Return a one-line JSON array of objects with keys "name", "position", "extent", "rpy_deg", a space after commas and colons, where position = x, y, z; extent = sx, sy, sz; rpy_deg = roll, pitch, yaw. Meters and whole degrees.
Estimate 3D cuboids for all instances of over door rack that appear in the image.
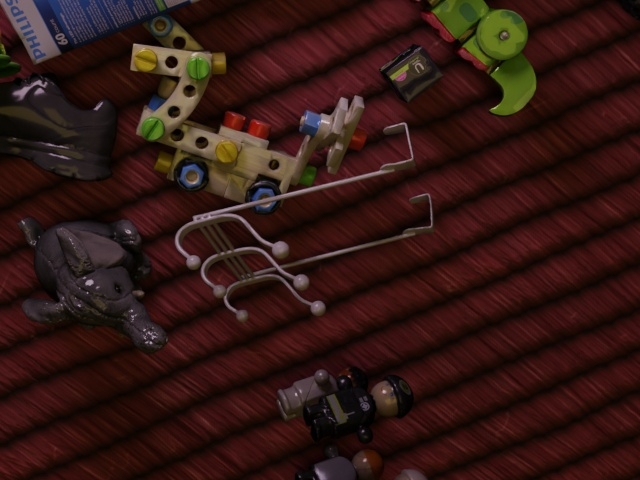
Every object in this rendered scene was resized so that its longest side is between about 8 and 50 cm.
[{"name": "over door rack", "position": [0.000, 0.000, 1.463], "extent": [0.324, 0.239, 0.108], "rpy_deg": [-24, 65, 2]}]

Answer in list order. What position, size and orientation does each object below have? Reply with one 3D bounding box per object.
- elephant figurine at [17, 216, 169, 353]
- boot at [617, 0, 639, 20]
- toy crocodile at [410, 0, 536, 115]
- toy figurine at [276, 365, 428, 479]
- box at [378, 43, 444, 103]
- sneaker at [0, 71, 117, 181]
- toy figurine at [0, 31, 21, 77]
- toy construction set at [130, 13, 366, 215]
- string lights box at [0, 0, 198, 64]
[{"name": "elephant figurine", "position": [-0.298, 0.054, 1.453], "extent": [0.186, 0.239, 0.169], "rpy_deg": [-13, 103, -1]}, {"name": "boot", "position": [0.526, -0.365, 1.480], "extent": [0.260, 0.131, 0.348], "rpy_deg": [-42, 92, -2]}, {"name": "toy crocodile", "position": [0.171, -0.311, 1.474], "extent": [0.105, 0.115, 0.340], "rpy_deg": [-41, 103, 5]}, {"name": "toy figurine", "position": [0.046, 0.279, 1.549], "extent": [0.148, 0.209, 0.213], "rpy_deg": [-16, 97, -17]}, {"name": "box", "position": [0.121, -0.224, 1.505], "extent": [0.062, 0.083, 0.052], "rpy_deg": [-37, 103, 4]}, {"name": "sneaker", "position": [-0.404, -0.167, 1.477], "extent": [0.286, 0.109, 0.130], "rpy_deg": [14, 95, -17]}, {"name": "toy figurine", "position": [-0.450, -0.290, 1.417], "extent": [0.130, 0.173, 0.159], "rpy_deg": [-8, 92, -27]}, {"name": "toy construction set", "position": [-0.105, -0.155, 1.480], "extent": [0.328, 0.151, 0.215], "rpy_deg": [20, 100, 2]}, {"name": "string lights box", "position": [-0.270, -0.332, 1.410], "extent": [0.260, 0.076, 0.133], "rpy_deg": [-18, 117, 13]}]
